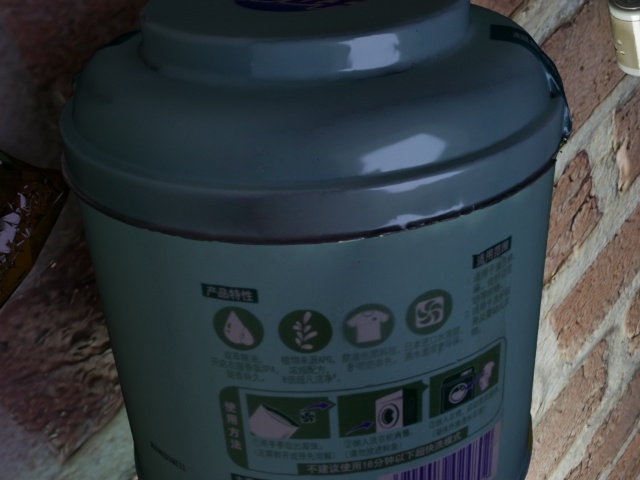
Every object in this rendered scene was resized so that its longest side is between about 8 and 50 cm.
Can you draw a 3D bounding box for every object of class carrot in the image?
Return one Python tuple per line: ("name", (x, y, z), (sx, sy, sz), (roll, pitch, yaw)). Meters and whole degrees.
("carrot", (-0.224, 0.048, 0.459), (0.069, 0.069, 0.229), (38, 79, -49))

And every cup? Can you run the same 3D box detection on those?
("cup", (0.393, -0.267, 0.940), (0.102, 0.074, 0.099), (-52, 137, -15))

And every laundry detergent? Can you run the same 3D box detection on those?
("laundry detergent", (0.000, 0.000, 0.498), (0.287, 0.287, 0.305), (-27, 127, -35))
